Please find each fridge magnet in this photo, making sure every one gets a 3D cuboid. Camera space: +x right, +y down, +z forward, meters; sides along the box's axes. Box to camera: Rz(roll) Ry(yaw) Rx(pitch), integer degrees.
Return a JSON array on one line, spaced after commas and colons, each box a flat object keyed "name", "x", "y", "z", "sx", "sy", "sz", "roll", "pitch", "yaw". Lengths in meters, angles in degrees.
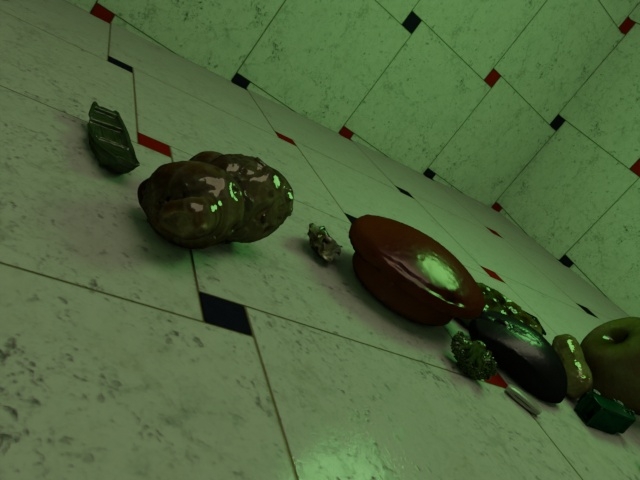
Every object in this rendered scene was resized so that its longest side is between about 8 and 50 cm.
[{"name": "fridge magnet", "x": 0.220, "y": 0.068, "z": 1.396, "sx": 0.364, "sy": 0.155, "sz": 0.363, "roll": 28, "pitch": 19, "yaw": -10}]

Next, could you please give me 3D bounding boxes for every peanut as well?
[{"name": "peanut", "x": 0.637, "y": 0.320, "z": 1.507, "sx": 0.100, "sy": 0.099, "sz": 0.214, "roll": 29, "pitch": 22, "yaw": -9}]

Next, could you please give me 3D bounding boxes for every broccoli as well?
[{"name": "broccoli", "x": 0.319, "y": 0.235, "z": 1.232, "sx": 0.095, "sy": 0.092, "sz": 0.097, "roll": 17, "pitch": 37, "yaw": -4}]

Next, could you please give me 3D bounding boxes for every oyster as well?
[{"name": "oyster", "x": 0.003, "y": 0.004, "z": 1.390, "sx": 0.103, "sy": 0.051, "sz": 0.148, "roll": 52, "pitch": 20, "yaw": 4}]

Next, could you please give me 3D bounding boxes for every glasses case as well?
[{"name": "glasses case", "x": 0.429, "y": 0.335, "z": 1.252, "sx": 0.083, "sy": 0.021, "sz": 0.032, "roll": 39, "pitch": 16, "yaw": 21}]

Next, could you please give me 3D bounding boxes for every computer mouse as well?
[{"name": "computer mouse", "x": 0.471, "y": 0.253, "z": 1.374, "sx": 0.270, "sy": 0.086, "sz": 0.138, "roll": 43, "pitch": 37, "yaw": 18}]

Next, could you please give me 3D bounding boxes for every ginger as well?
[{"name": "ginger", "x": -0.200, "y": -0.072, "z": 1.088, "sx": 0.256, "sy": 0.176, "sz": 0.375, "roll": 16, "pitch": 17, "yaw": 11}]

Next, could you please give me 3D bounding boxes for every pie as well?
[{"name": "pie", "x": 0.468, "y": 0.196, "z": 1.592, "sx": 0.307, "sy": 0.071, "sz": 0.306, "roll": 29, "pitch": 22, "yaw": -13}]

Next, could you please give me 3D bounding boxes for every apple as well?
[{"name": "apple", "x": 0.826, "y": 0.335, "z": 1.573, "sx": 0.233, "sy": 0.257, "sz": 0.256, "roll": 59, "pitch": 10, "yaw": -19}]

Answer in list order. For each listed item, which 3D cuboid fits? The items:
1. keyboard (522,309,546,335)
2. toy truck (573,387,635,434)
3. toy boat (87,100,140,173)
[{"name": "keyboard", "x": 0.540, "y": 0.199, "z": 1.797, "sx": 0.317, "sy": 0.027, "sz": 0.106, "roll": 27, "pitch": 22, "yaw": -13}, {"name": "toy truck", "x": 0.671, "y": 0.404, "z": 1.398, "sx": 0.147, "sy": 0.065, "sz": 0.079, "roll": 23, "pitch": 22, "yaw": -25}, {"name": "toy boat", "x": -0.432, "y": -0.204, "z": 1.222, "sx": 0.093, "sy": 0.055, "sz": 0.293, "roll": 19, "pitch": 21, "yaw": -37}]
